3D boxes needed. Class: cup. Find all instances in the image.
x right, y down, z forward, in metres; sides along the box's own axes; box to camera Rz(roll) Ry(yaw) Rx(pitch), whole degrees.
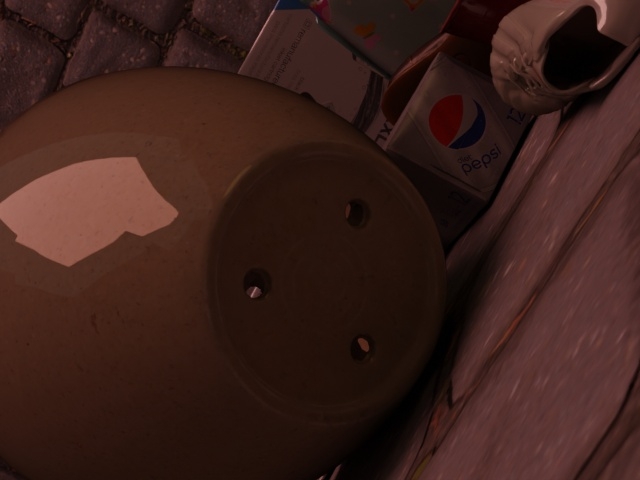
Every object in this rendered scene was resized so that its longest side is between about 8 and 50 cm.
[{"bbox_3d":[-0.054,0.030,0.808,0.237,0.331,0.331,-8,48,59],"label":"cup"}]

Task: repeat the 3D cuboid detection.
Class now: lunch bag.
[{"bbox_3d":[0.113,-0.230,1.272,0.160,0.223,0.262,-53,1,10],"label":"lunch bag"}]

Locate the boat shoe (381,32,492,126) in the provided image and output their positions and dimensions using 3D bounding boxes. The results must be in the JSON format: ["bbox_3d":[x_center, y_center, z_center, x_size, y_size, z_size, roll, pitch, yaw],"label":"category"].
[{"bbox_3d":[0.138,-0.167,1.071,0.207,0.073,0.073,-24,18,41],"label":"boat shoe"}]

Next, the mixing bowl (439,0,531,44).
[{"bbox_3d":[0.173,-0.208,0.903,0.181,0.098,0.181,-60,1,1],"label":"mixing bowl"}]

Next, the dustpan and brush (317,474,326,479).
[{"bbox_3d":[-0.027,0.206,1.009,0.147,0.060,0.211,-49,0,31],"label":"dustpan and brush"}]

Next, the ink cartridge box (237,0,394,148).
[{"bbox_3d":[0.071,-0.240,1.705,0.223,0.307,0.129,-61,2,2],"label":"ink cartridge box"}]

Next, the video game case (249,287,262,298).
[{"bbox_3d":[-0.011,0.042,1.224,0.206,0.026,0.227,-61,-16,-20],"label":"video game case"}]

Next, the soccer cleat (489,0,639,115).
[{"bbox_3d":[0.139,-0.110,0.717,0.076,0.068,0.196,-64,4,-20],"label":"soccer cleat"}]

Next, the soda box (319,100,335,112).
[{"bbox_3d":[0.000,0.000,1.035,0.069,0.074,0.216,120,135,-77],"label":"soda box"}]

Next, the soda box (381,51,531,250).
[{"bbox_3d":[0.088,-0.050,1.067,0.098,0.091,0.286,-61,0,-17],"label":"soda box"}]
